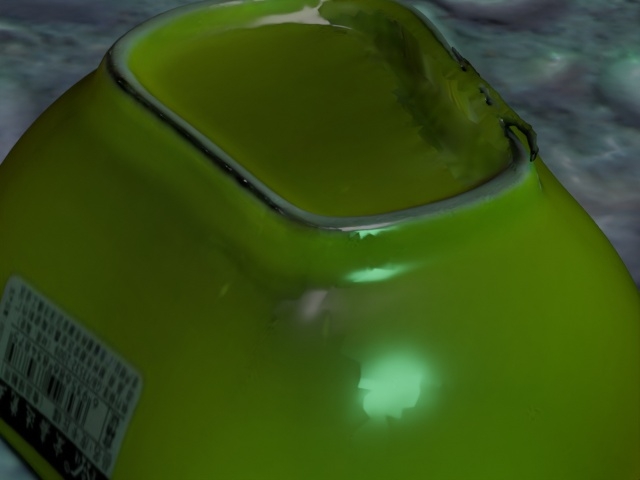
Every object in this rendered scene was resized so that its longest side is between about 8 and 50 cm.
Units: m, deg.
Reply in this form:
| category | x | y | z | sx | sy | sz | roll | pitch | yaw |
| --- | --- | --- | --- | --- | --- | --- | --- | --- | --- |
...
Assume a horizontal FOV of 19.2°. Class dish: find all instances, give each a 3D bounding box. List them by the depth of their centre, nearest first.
| category | x | y | z | sx | sy | sz | roll | pitch | yaw |
| --- | --- | --- | --- | --- | --- | --- | --- | --- | --- |
| dish | 0.000 | 0.000 | 0.594 | 0.221 | 0.108 | 0.262 | -14 | 37 | -22 |
